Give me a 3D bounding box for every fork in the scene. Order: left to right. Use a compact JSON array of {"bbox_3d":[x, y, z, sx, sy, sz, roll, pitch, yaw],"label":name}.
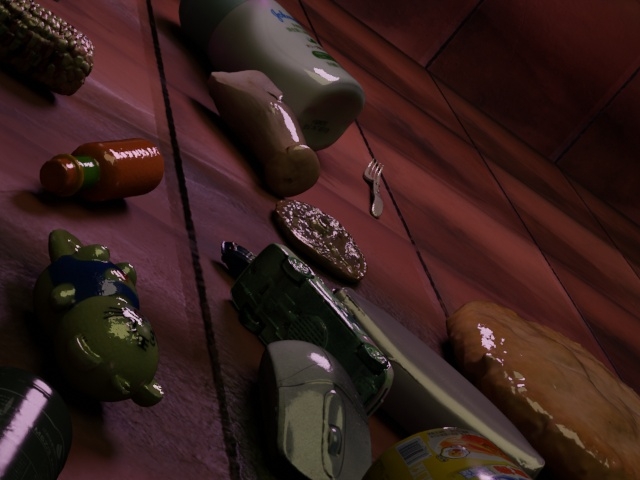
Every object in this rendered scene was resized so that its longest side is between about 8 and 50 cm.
[{"bbox_3d":[0.091,-0.082,2.345,0.034,0.028,0.219,43,19,-17],"label":"fork"}]

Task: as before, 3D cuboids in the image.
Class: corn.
[{"bbox_3d":[-0.381,-0.262,1.661,0.253,0.086,0.086,31,19,-21],"label":"corn"}]

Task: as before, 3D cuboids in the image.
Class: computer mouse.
[{"bbox_3d":[-0.004,0.165,1.375,0.113,0.068,0.229,23,27,-25],"label":"computer mouse"}]

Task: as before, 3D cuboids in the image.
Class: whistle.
[{"bbox_3d":[-0.196,0.061,1.222,0.105,0.085,0.227,39,13,-39],"label":"whistle"}]

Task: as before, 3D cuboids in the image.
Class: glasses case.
[{"bbox_3d":[0.117,0.175,1.623,0.308,0.083,0.128,42,11,5],"label":"glasses case"}]

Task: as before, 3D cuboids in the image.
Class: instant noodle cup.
[{"bbox_3d":[0.119,0.263,1.222,0.205,0.205,0.153,32,9,-27],"label":"instant noodle cup"}]

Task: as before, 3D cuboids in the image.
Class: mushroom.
[{"bbox_3d":[-0.077,-0.162,2.054,0.247,0.096,0.108,57,-2,37],"label":"mushroom"}]

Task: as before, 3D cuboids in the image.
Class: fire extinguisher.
[{"bbox_3d":[-0.222,0.161,0.904,0.311,0.095,0.114,-81,164,-69],"label":"fire extinguisher"}]

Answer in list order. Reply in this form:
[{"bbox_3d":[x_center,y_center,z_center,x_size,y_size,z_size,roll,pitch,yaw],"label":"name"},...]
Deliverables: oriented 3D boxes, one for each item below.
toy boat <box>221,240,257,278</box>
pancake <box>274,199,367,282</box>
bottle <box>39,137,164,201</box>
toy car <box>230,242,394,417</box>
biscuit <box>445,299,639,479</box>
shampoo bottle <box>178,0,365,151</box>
[{"bbox_3d":[-0.084,0.029,1.636,0.083,0.038,0.038,41,16,5],"label":"toy boat"},{"bbox_3d":[0.000,0.000,1.917,0.158,0.028,0.158,35,20,-15],"label":"pancake"},{"bbox_3d":[-0.238,-0.075,1.512,0.069,0.069,0.187,44,18,12],"label":"bottle"},{"bbox_3d":[-0.004,0.103,1.528,0.224,0.090,0.076,48,16,26],"label":"toy car"},{"bbox_3d":[0.359,0.233,1.962,0.446,0.104,0.429,28,21,-38],"label":"biscuit"},{"bbox_3d":[-0.094,-0.306,2.288,0.349,0.151,0.222,47,20,24],"label":"shampoo bottle"}]
